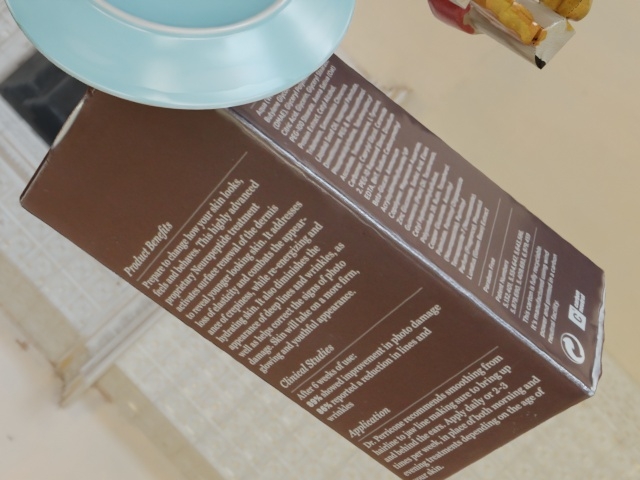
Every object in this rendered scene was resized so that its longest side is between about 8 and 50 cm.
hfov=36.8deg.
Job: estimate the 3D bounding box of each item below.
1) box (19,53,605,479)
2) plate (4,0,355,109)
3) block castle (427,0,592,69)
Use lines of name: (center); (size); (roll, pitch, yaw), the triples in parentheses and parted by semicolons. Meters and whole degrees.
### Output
box: (0.000, 0.000, 0.699); (0.191, 0.381, 0.143); (-43, -164, 40)
plate: (-0.071, -0.150, 0.499); (0.188, 0.188, 0.024); (-44, 167, -28)
block castle: (0.115, -0.377, 0.830); (0.453, 0.213, 0.303); (21, 109, -47)
